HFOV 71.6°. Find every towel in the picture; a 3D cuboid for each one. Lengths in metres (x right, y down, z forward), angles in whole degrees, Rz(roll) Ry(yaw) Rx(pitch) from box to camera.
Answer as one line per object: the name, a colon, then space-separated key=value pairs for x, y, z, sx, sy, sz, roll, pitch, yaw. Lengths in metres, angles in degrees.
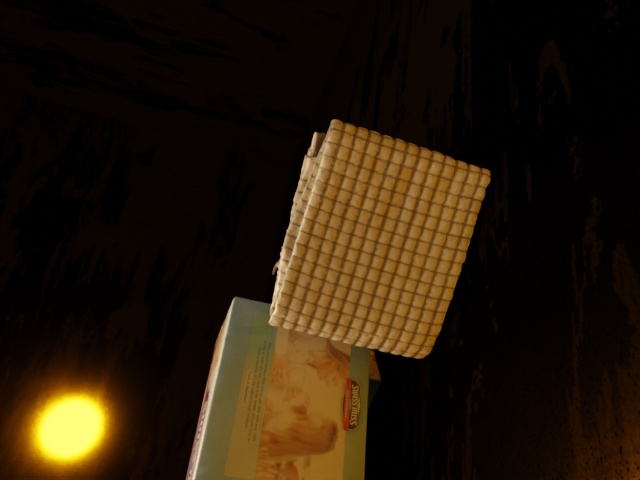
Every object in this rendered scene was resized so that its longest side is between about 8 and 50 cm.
towel: x=0.069 y=0.001 z=0.620 sx=0.121 sy=0.235 sz=0.283 roll=-111 pitch=37 yaw=-84

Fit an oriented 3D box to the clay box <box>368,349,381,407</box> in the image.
clay box: x=0.055 y=0.236 z=0.864 sx=0.222 sy=0.053 sz=0.127 roll=-102 pitch=28 yaw=-64

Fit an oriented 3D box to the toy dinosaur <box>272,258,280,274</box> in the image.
toy dinosaur: x=0.000 y=0.000 z=1.188 sx=0.313 sy=0.121 sz=0.160 roll=-46 pitch=24 yaw=26

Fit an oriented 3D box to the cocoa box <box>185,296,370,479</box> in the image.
cocoa box: x=-0.071 y=0.300 z=0.677 sx=0.228 sy=0.232 sz=0.347 roll=121 pitch=159 yaw=-57
